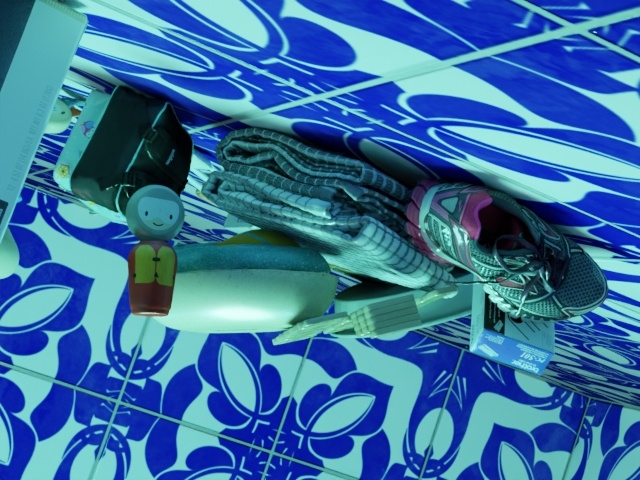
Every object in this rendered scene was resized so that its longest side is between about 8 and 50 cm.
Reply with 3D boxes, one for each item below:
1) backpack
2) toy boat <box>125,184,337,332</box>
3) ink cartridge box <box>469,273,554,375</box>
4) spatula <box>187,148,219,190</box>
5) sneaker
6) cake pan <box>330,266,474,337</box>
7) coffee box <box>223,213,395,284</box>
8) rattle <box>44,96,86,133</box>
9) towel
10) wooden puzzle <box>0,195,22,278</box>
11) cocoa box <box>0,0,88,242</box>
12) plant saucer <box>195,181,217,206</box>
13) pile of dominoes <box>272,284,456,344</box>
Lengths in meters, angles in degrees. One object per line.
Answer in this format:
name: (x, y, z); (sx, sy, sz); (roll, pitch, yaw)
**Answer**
backpack: (-0.249, -0.102, 1.712); (0.144, 0.166, 0.188); (18, 171, 22)
toy boat: (-0.128, 0.030, 1.590); (0.267, 0.148, 0.318); (-3, 170, 28)
ink cartridge box: (0.246, 0.074, 1.677); (0.097, 0.046, 0.207); (20, -142, -6)
spatula: (-0.187, -0.101, 2.049); (0.168, 0.019, 0.242); (8, 156, 49)
sneaker: (0.234, 0.022, 1.539); (0.299, 0.121, 0.112); (24, 170, -33)
cake pan: (0.148, 0.082, 1.988); (0.293, 0.054, 0.293); (-14, -175, 1)
coffee box: (-0.001, -0.020, 1.969); (0.246, 0.098, 0.141); (22, 173, -21)
rattle: (-0.385, -0.213, 1.797); (0.199, 0.143, 0.130); (6, -148, -23)
towel: (0.027, -0.043, 1.633); (0.283, 0.121, 0.235); (16, 171, 43)
wooden puzzle: (-0.508, -0.135, 1.795); (0.080, 0.348, 0.322); (-22, 170, 1)
cocoa box: (-0.431, -0.116, 1.316); (0.228, 0.347, 0.231); (24, 172, -33)
plant saucer: (-0.114, -0.063, 2.232); (0.200, 0.037, 0.200); (19, 175, 2)
pile of dominoes: (0.050, 0.108, 1.601); (0.196, 0.040, 0.251); (-13, 172, -14)
